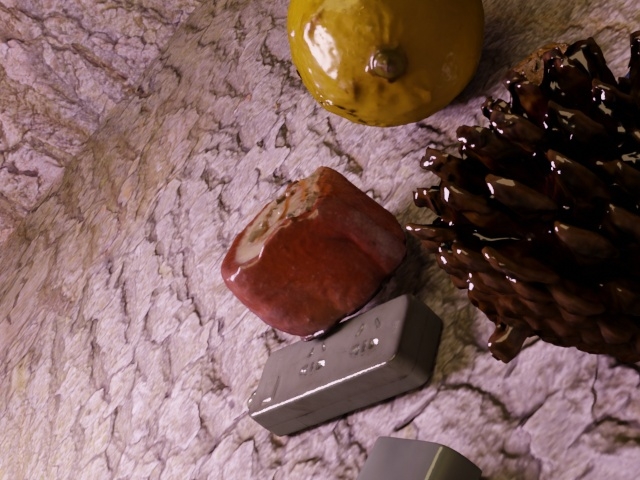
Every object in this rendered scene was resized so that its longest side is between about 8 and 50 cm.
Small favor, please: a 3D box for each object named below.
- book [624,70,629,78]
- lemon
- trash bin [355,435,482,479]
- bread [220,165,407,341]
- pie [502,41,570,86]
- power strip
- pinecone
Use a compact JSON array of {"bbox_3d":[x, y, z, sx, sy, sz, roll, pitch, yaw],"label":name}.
[{"bbox_3d":[0.347,-0.126,0.896,0.191,0.025,0.269,-55,23,13],"label":"book"},{"bbox_3d":[0.080,-0.271,1.322,0.260,0.260,0.284,-50,35,5],"label":"lemon"},{"bbox_3d":[0.063,0.236,0.882,0.116,0.059,0.130,-8,48,57],"label":"trash bin"},{"bbox_3d":[-0.010,0.008,1.190,0.190,0.123,0.244,-40,12,8],"label":"bread"},{"bbox_3d":[0.245,-0.179,1.164,0.092,0.034,0.170,-44,19,22],"label":"pie"},{"bbox_3d":[0.005,0.144,1.120,0.288,0.053,0.093,-28,33,41],"label":"power strip"},{"bbox_3d":[0.204,-0.023,0.788,0.257,0.243,0.243,-32,24,-5],"label":"pinecone"}]
